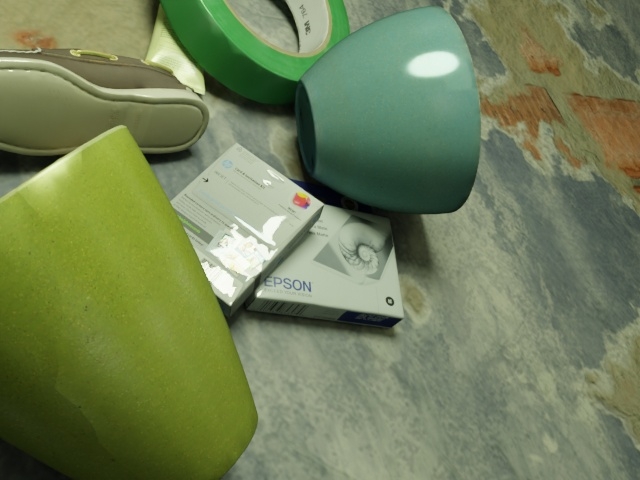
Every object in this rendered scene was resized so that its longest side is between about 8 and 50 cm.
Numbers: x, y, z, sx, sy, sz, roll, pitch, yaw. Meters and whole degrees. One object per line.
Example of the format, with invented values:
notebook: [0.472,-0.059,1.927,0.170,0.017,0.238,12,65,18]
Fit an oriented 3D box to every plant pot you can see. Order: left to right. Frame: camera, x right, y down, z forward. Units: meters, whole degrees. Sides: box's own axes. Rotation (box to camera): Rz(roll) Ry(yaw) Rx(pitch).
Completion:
plant pot: [-0.197,0.095,0.621,0.294,0.274,0.275,54,46,-14]
plant pot: [0.073,-0.168,0.952,0.195,0.290,0.290,-9,64,-11]

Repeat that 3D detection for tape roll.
tape roll: [-0.094,-0.368,1.038,0.321,0.077,0.322,22,56,-35]

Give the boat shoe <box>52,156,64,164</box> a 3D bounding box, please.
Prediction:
boat shoe: [-0.253,-0.034,0.777,0.063,0.059,0.170,-26,76,-40]

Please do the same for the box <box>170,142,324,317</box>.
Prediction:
box: [-0.107,-0.019,0.830,0.145,0.038,0.186,35,60,10]

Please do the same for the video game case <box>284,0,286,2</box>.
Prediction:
video game case: [-0.059,-0.550,1.265,0.204,0.025,0.285,32,48,-10]

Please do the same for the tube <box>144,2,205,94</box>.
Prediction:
tube: [-0.208,-0.321,1.002,0.070,0.062,0.240,-8,61,11]

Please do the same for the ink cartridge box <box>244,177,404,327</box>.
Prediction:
ink cartridge box: [0.000,0.000,0.925,0.223,0.045,0.224,10,56,-27]

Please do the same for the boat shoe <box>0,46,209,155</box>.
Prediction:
boat shoe: [-0.288,-0.172,0.800,0.324,0.117,0.097,-4,45,-43]
